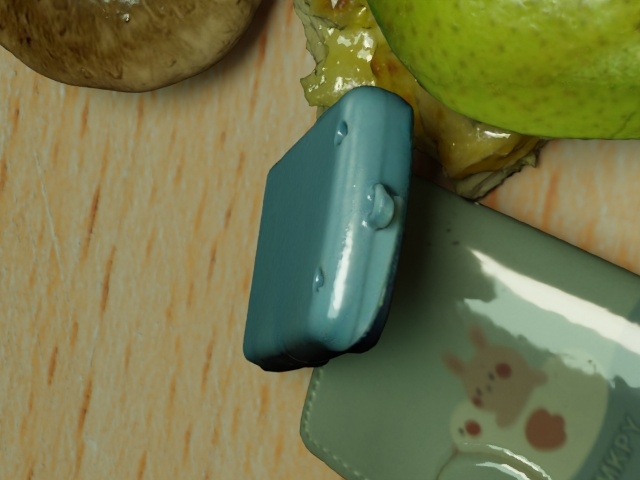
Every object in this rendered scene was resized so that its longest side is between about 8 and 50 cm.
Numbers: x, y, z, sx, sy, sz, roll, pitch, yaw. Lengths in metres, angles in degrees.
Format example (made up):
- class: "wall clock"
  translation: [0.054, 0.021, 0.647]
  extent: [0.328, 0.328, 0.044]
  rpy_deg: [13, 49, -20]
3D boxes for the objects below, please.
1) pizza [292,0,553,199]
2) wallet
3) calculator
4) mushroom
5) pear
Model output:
- class: "pizza"
  translation: [0.080, -0.151, 0.869]
  extent: [0.323, 0.089, 0.223]
  rpy_deg: [29, 106, 23]
- class: "wallet"
  translation: [0.156, 0.129, 0.858]
  extent: [0.360, 0.083, 0.252]
  rpy_deg: [26, 110, 20]
- class: "calculator"
  translation: [0.000, 0.000, 0.840]
  extent: [0.051, 0.293, 0.173]
  rpy_deg: [12, 78, -12]
- class: "mushroom"
  translation: [-0.159, -0.246, 0.948]
  extent: [0.278, 0.146, 0.278]
  rpy_deg: [1, 92, 22]
- class: "pear"
  translation: [0.137, -0.194, 0.736]
  extent: [0.239, 0.139, 0.288]
  rpy_deg: [-20, 78, 4]
